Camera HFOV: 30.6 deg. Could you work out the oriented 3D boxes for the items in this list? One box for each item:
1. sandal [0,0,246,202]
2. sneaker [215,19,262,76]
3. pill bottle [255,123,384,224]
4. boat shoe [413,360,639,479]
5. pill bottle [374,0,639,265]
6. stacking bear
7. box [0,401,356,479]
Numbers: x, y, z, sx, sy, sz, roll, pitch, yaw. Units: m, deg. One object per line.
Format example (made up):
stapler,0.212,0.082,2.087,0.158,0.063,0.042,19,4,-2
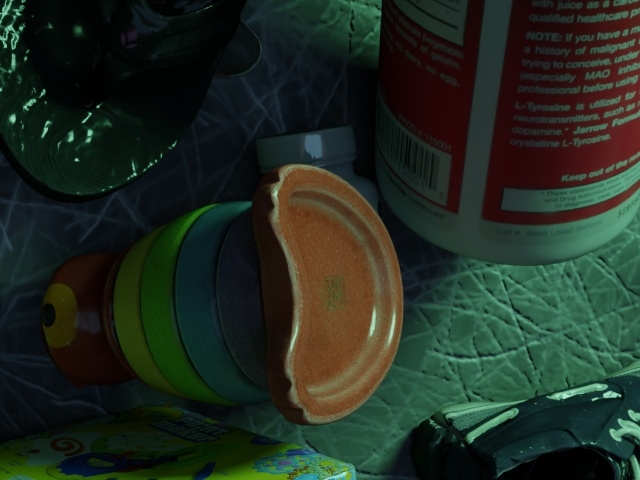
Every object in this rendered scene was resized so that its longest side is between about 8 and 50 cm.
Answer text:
sandal,-0.102,-0.231,0.880,0.167,0.107,0.446,35,68,-12
sneaker,-0.117,-0.185,0.962,0.158,0.065,0.061,29,87,-16
pill bottle,0.000,0.000,0.987,0.112,0.112,0.187,-10,97,-14
boat shoe,0.268,0.192,1.054,0.340,0.158,0.127,-11,98,-14
pill bottle,0.160,-0.198,0.860,0.229,0.229,0.408,-12,134,-14
stacking bear,-0.099,0.052,0.893,0.164,0.289,0.176,0,83,-56
box,-0.159,0.249,0.837,0.279,0.290,0.177,-11,98,-34
